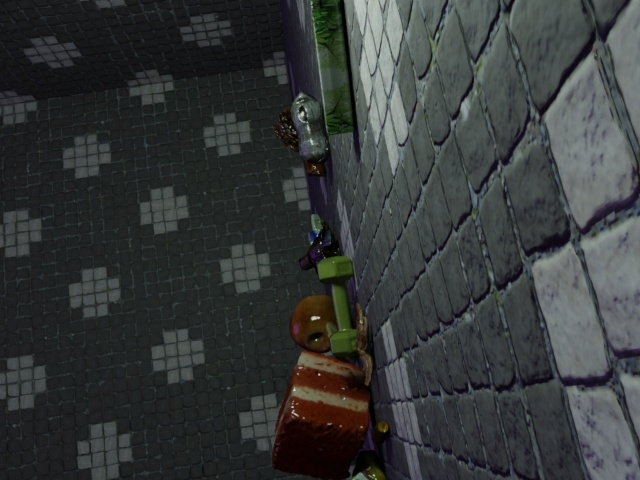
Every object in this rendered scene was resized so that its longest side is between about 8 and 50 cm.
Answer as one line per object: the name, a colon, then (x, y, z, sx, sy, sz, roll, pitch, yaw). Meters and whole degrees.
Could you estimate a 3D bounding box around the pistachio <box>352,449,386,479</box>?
pistachio: (0.147, 0.731, 1.812, 0.100, 0.110, 0.189, 38, -169, -20)

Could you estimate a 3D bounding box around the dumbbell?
dumbbell: (0.063, 0.199, 1.762, 0.108, 0.121, 0.302, -20, 77, 58)

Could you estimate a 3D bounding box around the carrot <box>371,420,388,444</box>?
carrot: (0.161, 0.515, 1.551, 0.170, 0.042, 0.042, 90, 170, -62)

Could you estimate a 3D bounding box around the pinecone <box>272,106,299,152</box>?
pinecone: (-0.101, -0.457, 2.348, 0.179, 0.150, 0.195, 43, 156, 9)

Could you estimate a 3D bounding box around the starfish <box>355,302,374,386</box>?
starfish: (0.120, 0.283, 1.606, 0.240, 0.043, 0.227, 88, 172, -49)

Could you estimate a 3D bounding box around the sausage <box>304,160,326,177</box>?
sausage: (-0.037, -0.379, 2.217, 0.103, 0.076, 0.302, 142, 118, -78)

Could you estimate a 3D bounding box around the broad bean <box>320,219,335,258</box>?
broad bean: (0.032, 0.046, 2.330, 0.339, 0.061, 0.077, 84, -173, -46)

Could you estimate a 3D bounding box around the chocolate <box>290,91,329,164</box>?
chocolate: (-0.033, -0.364, 1.896, 0.110, 0.110, 0.248, 103, 158, -82)

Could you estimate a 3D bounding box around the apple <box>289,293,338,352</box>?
apple: (-0.014, 0.354, 2.504, 0.241, 0.242, 0.242, -91, -6, -62)

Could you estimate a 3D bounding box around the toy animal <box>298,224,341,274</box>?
toy animal: (-0.014, 0.042, 2.134, 0.116, 0.179, 0.218, 47, -156, -46)

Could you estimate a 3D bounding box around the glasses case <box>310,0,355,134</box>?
glasses case: (0.026, -0.362, 1.189, 0.095, 0.062, 0.272, -91, -6, -68)

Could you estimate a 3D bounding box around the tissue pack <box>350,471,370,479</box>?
tissue pack: (0.158, 0.819, 1.683, 0.173, 0.073, 0.235, 29, 134, 48)

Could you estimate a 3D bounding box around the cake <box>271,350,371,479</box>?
cake: (0.006, 0.554, 1.858, 0.319, 0.270, 0.269, -84, 10, -57)

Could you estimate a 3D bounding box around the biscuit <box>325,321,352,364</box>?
biscuit: (0.068, 0.388, 2.121, 0.265, 0.040, 0.188, -93, -23, -80)

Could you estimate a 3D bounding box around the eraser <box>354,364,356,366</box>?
eraser: (0.135, 0.524, 2.240, 0.038, 0.019, 0.083, -101, 3, -53)

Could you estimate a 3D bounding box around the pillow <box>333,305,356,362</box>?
pillow: (0.089, 0.303, 2.094, 0.208, 0.052, 0.212, -114, 12, -58)

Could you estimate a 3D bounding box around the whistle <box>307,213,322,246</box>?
whistle: (0.000, 0.000, 2.494, 0.092, 0.110, 0.244, -31, 63, 52)
